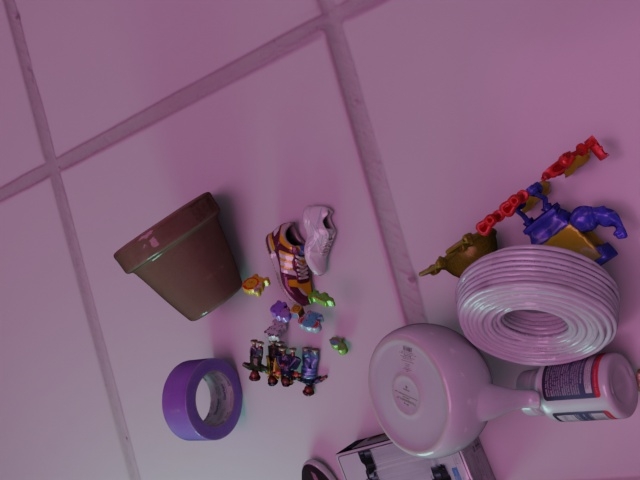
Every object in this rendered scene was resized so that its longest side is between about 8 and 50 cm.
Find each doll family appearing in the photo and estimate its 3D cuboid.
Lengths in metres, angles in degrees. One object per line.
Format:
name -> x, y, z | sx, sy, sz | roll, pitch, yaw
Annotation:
doll family -> -0.080, 0.288, 1.588 | 0.193, 0.076, 0.111 | 8, 96, 30

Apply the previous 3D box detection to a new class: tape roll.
tape roll -> -0.274, 0.372, 1.660 | 0.080, 0.189, 0.189 | -12, 90, 34

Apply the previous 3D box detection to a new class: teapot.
teapot -> 0.218, 0.260, 1.282 | 0.256, 0.187, 0.252 | 60, 137, 29

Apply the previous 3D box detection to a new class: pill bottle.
pill bottle -> 0.431, 0.253, 1.209 | 0.180, 0.108, 0.108 | -19, 86, 47

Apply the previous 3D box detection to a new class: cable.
cable -> 0.344, 0.109, 1.144 | 0.257, 0.257, 0.089 | -17, 45, 40

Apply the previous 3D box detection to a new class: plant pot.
plant pot -> -0.297, 0.050, 1.620 | 0.263, 0.263, 0.229 | -31, 97, 33

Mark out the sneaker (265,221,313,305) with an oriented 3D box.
sneaker -> -0.053, 0.050, 1.537 | 0.084, 0.069, 0.186 | -34, 79, 38

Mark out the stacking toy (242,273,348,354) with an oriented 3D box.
stacking toy -> -0.052, 0.164, 1.511 | 0.221, 0.052, 0.167 | 12, 139, 31

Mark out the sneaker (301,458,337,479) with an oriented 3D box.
sneaker -> -0.013, 0.641, 1.548 | 0.104, 0.147, 0.296 | -13, 88, 36

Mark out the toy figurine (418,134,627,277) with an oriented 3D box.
toy figurine -> 0.374, 0.027, 1.182 | 0.362, 0.191, 0.217 | -45, 77, 31

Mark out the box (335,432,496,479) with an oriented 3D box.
box -> 0.188, 0.465, 1.422 | 0.290, 0.087, 0.169 | -25, 83, 34

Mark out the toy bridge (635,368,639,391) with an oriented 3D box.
toy bridge -> 0.604, 0.260, 1.149 | 0.188, 0.026, 0.063 | 9, 103, 34

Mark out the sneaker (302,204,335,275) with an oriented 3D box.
sneaker -> 0.000, 0.000, 1.504 | 0.061, 0.053, 0.152 | -2, 95, 31
